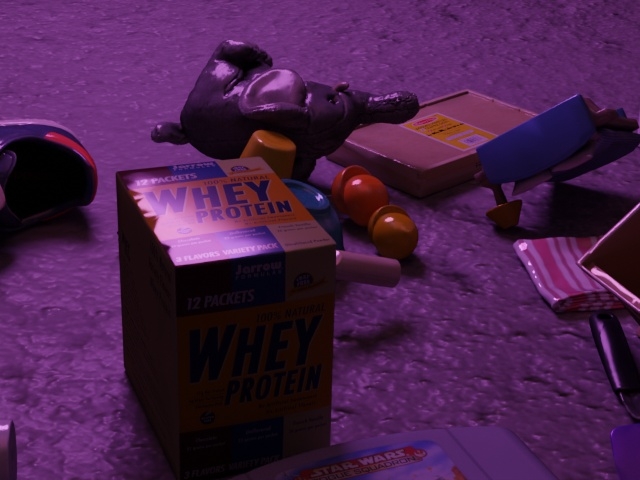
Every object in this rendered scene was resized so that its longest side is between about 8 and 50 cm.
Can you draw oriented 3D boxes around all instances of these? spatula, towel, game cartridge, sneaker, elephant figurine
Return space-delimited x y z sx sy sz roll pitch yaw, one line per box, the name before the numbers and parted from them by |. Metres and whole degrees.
spatula | 0.280 0.142 1.251 0.084 0.030 0.296 -2 26 -2
towel | 0.316 0.027 1.494 0.197 0.029 0.144 -3 26 -10
game cartridge | 0.054 0.222 1.051 0.297 0.062 0.198 -9 32 -21
sneaker | -0.405 -0.063 1.516 0.350 0.131 0.148 -13 25 -28
elephant figurine | -0.041 -0.144 1.672 0.239 0.186 0.169 27 2 41

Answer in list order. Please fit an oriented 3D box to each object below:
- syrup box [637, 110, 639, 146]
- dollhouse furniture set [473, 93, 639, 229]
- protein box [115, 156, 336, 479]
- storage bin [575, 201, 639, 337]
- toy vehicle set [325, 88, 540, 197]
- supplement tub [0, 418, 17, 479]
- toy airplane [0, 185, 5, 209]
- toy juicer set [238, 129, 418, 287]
syrup box | 0.539 -0.166 1.830 0.236 0.093 0.096 -10 28 -22
dollhouse furniture set | 0.374 -0.067 1.626 0.303 0.198 0.286 -27 -12 27
protein box | -0.084 0.060 1.201 0.135 0.201 0.200 -8 27 -19
storage bin | 0.419 0.020 1.255 0.262 0.123 0.260 -43 35 -1
toy vehicle set | 0.160 -0.129 1.796 0.266 0.035 0.166 -20 33 -38
supplement tub | -0.295 0.176 1.102 0.107 0.071 0.071 -2 26 -7
toy airplane | -0.485 -0.016 1.259 0.386 0.272 0.384 28 32 -22
toy juicer set | 0.000 0.000 1.487 0.209 0.090 0.329 18 23 -8
